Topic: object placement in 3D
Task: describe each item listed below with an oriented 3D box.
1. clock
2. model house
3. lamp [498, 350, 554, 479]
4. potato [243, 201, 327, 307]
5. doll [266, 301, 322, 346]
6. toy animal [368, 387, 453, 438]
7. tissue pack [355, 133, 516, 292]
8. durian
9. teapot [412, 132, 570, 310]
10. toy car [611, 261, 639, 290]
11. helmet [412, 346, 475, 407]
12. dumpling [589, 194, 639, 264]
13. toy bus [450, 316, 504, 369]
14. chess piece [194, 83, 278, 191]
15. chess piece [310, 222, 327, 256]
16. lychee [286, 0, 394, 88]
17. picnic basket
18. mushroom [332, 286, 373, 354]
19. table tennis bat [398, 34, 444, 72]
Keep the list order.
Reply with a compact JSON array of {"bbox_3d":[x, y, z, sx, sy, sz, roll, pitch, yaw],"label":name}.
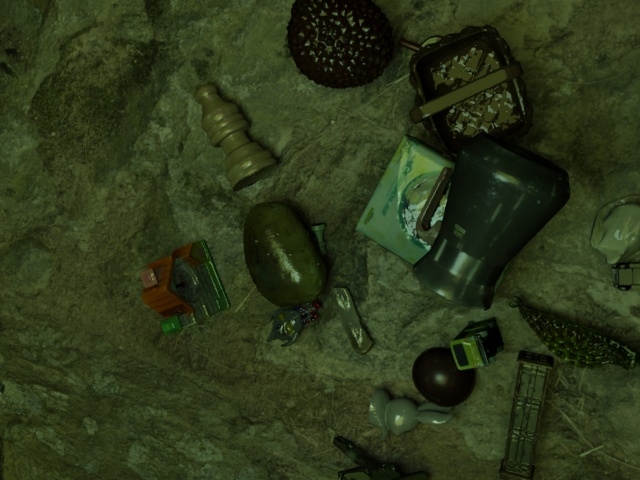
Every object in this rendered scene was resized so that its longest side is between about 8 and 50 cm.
[{"bbox_3d":[-0.392,0.133,2.018,0.106,0.255,0.219,-22,91,22],"label":"clock"},{"bbox_3d":[0.122,0.681,1.976,0.279,0.205,0.218,26,107,46],"label":"model house"},{"bbox_3d":[0.524,0.450,1.814,0.089,0.090,0.325,9,101,18],"label":"lamp"},{"bbox_3d":[-0.103,0.040,1.940,0.210,0.173,0.307,-22,88,43],"label":"potato"},{"bbox_3d":[-0.080,0.229,2.022,0.195,0.062,0.104,-40,84,14],"label":"doll"},{"bbox_3d":[0.247,0.478,1.912,0.221,0.104,0.130,8,99,20],"label":"toy animal"},{"bbox_3d":[0.319,-0.049,1.779,0.388,0.162,0.287,31,107,15],"label":"tissue pack"},{"bbox_3d":[0.626,0.250,1.729,0.375,0.132,0.106,27,94,20],"label":"durian"},{"bbox_3d":[0.350,-0.052,1.573,0.300,0.253,0.344,45,116,46],"label":"teapot"},{"bbox_3d":[0.776,0.080,1.680,0.165,0.062,0.071,-3,96,21],"label":"toy car"},{"bbox_3d":[0.307,0.340,1.847,0.175,0.106,0.155,38,87,33],"label":"helmet"},{"bbox_3d":[0.711,-0.034,1.667,0.136,0.118,0.199,39,81,26],"label":"dumpling"},{"bbox_3d":[0.396,0.257,1.791,0.101,0.175,0.088,-19,91,29],"label":"toy bus"},{"bbox_3d":[-0.252,-0.305,1.989,0.139,0.124,0.307,-38,79,51],"label":"chess piece"},{"bbox_3d":[0.000,0.000,1.972,0.042,0.042,0.093,-6,102,21],"label":"chess piece"},{"bbox_3d":[0.055,-0.501,1.760,0.268,0.267,0.267,3,99,20],"label":"lychee"},{"bbox_3d":[0.344,-0.336,1.645,0.254,0.321,0.291,-21,95,18],"label":"picnic basket"},{"bbox_3d":[0.085,0.219,1.969,0.059,0.054,0.202,-27,83,16],"label":"mushroom"},{"bbox_3d":[0.272,-0.480,1.813,0.155,0.019,0.098,25,106,13],"label":"table tennis bat"}]
